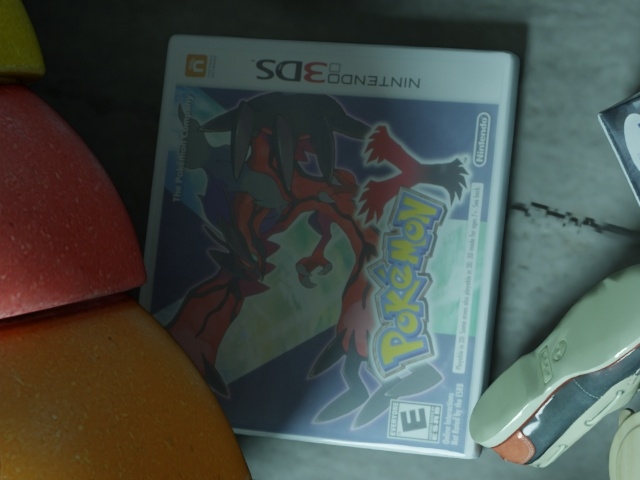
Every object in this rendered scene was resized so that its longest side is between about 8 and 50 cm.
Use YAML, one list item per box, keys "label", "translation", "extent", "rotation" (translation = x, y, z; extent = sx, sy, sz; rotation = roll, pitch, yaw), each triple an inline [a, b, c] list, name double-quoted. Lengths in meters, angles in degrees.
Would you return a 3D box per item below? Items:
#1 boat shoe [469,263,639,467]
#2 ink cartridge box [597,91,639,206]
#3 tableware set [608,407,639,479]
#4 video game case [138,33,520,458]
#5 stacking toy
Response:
- label: "boat shoe"
  translation: [0.127, 0.060, 0.917]
  extent: [0.137, 0.043, 0.049]
  rotation: [-45, 28, 33]
- label: "ink cartridge box"
  translation: [0.308, -0.055, 0.888]
  extent: [0.332, 0.065, 0.165]
  rotation: [-27, 77, 11]
- label: "tableware set"
  translation: [0.194, 0.141, 0.876]
  extent: [0.168, 0.020, 0.141]
  rotation: [-9, 90, 50]
- label: "video game case"
  translation: [0.000, 0.000, 0.994]
  extent: [0.183, 0.023, 0.201]
  rotation: [5, 86, 17]
- label: "stacking toy"
  translation: [-0.227, -0.035, 0.859]
  extent: [0.350, 0.350, 0.480]
  rotation: [-12, 91, 15]
